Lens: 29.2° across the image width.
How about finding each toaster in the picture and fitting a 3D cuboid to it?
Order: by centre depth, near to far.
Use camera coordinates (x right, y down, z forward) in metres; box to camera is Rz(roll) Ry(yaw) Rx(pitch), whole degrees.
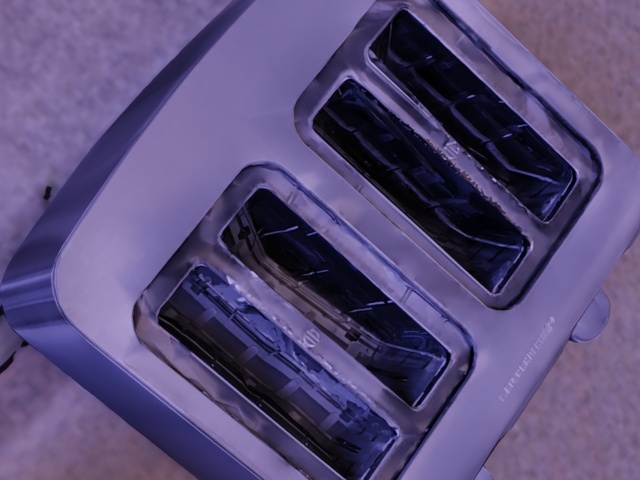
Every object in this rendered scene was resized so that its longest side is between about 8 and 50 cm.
[{"bbox_3d":[0.000,0.000,0.413,0.186,0.110,0.168,42,72,-13],"label":"toaster"}]
